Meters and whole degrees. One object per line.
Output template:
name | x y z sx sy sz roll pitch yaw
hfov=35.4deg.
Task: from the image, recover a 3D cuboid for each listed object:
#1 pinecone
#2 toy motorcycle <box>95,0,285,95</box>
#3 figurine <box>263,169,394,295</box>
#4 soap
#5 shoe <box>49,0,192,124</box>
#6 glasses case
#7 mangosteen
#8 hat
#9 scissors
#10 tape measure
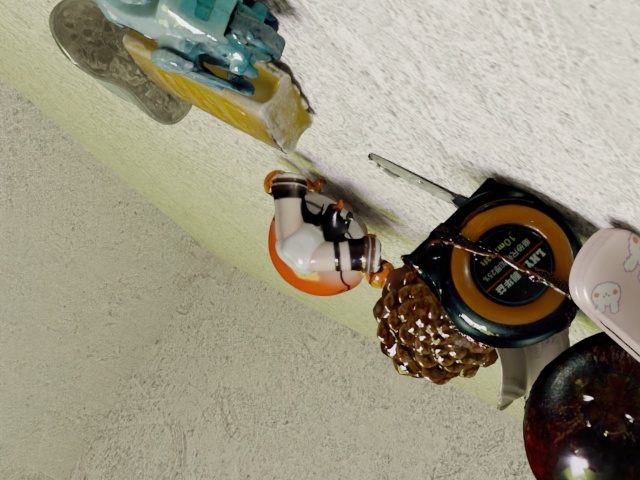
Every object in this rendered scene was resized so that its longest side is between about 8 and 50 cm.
pinecone | 0.226 0.151 1.850 0.264 0.264 0.264 32 170 6
toy motorcycle | -0.176 -0.280 1.243 0.260 0.154 0.206 24 173 -26
figurine | -0.003 0.003 1.943 0.320 0.196 0.323 42 175 9
soap | -0.156 -0.248 1.546 0.274 0.089 0.173 30 171 23
shoe | -0.364 -0.324 1.752 0.159 0.124 0.316 32 173 46
glasses case | 0.431 0.094 1.296 0.297 0.113 0.075 37 172 -27
mangosteen | 0.470 0.293 1.550 0.330 0.330 0.330 32 170 6
hat | 0.338 0.157 1.648 0.226 0.164 0.220 15 -124 -79
scissors | 0.195 -0.064 1.534 0.300 0.022 0.109 29 166 21
tape measure | 0.247 0.039 1.346 0.223 0.202 0.135 45 175 14
